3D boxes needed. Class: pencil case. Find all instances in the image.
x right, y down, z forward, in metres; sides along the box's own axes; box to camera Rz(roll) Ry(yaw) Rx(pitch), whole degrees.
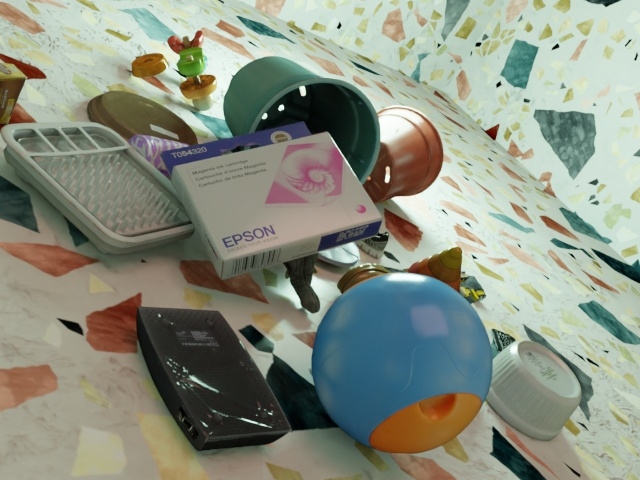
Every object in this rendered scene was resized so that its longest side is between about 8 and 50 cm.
[{"bbox_3d":[-0.315,-0.165,1.650,0.206,0.086,0.088,5,44,-49],"label":"pencil case"}]

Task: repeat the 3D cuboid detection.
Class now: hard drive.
[{"bbox_3d":[-0.168,0.201,1.157,0.172,0.054,0.254,8,34,-44],"label":"hard drive"}]

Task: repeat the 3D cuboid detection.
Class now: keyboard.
[{"bbox_3d":[0.469,0.271,1.858,0.100,0.038,0.192,27,25,-14],"label":"keyboard"}]

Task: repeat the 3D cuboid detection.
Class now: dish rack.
[{"bbox_3d":[-0.394,-0.091,1.423,0.333,0.072,0.285,40,23,15],"label":"dish rack"}]

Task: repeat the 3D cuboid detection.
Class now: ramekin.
[{"bbox_3d":[0.450,0.307,1.656,0.207,0.109,0.207,25,28,-15],"label":"ramekin"}]

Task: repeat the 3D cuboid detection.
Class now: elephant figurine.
[{"bbox_3d":[-0.049,-0.009,1.551,0.186,0.169,0.239,41,7,-35],"label":"elephant figurine"}]

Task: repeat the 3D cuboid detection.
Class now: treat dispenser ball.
[{"bbox_3d":[0.129,0.194,1.255,0.288,0.288,0.288,27,24,-13],"label":"treat dispenser ball"}]

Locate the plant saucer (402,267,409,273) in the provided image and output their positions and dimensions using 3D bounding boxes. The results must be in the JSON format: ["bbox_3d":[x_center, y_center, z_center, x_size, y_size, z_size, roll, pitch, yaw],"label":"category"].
[{"bbox_3d":[0.255,0.122,1.812,0.168,0.029,0.168,48,6,-7],"label":"plant saucer"}]

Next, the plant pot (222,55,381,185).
[{"bbox_3d":[-0.074,-0.287,1.934,0.341,0.341,0.334,18,20,-32],"label":"plant pot"}]

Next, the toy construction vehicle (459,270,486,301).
[{"bbox_3d":[0.375,0.124,2.039,0.098,0.035,0.086,-2,52,-49],"label":"toy construction vehicle"}]

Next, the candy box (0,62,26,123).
[{"bbox_3d":[-0.638,-0.270,1.414,0.053,0.109,0.187,42,25,20],"label":"candy box"}]

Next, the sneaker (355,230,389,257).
[{"bbox_3d":[0.099,-0.033,1.932,0.170,0.074,0.063,37,23,9],"label":"sneaker"}]

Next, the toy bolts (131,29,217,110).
[{"bbox_3d":[-0.380,-0.447,2.128,0.218,0.158,0.228,-7,37,7],"label":"toy bolts"}]

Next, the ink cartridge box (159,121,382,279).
[{"bbox_3d":[-0.099,-0.106,1.480,0.324,0.071,0.330,-17,58,-24],"label":"ink cartridge box"}]

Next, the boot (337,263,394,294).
[{"bbox_3d":[0.184,0.172,1.627,0.236,0.089,0.269,10,34,-42],"label":"boot"}]

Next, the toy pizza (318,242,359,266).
[{"bbox_3d":[0.000,0.000,1.797,0.201,0.032,0.201,27,25,-14],"label":"toy pizza"}]

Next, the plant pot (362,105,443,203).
[{"bbox_3d":[0.171,-0.224,2.201,0.272,0.272,0.265,39,32,14],"label":"plant pot"}]

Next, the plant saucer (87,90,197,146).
[{"bbox_3d":[-0.397,-0.264,1.800,0.278,0.041,0.278,28,23,-13],"label":"plant saucer"}]

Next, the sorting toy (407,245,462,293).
[{"bbox_3d":[0.187,0.115,1.533,0.127,0.126,0.365,39,47,11],"label":"sorting toy"}]
